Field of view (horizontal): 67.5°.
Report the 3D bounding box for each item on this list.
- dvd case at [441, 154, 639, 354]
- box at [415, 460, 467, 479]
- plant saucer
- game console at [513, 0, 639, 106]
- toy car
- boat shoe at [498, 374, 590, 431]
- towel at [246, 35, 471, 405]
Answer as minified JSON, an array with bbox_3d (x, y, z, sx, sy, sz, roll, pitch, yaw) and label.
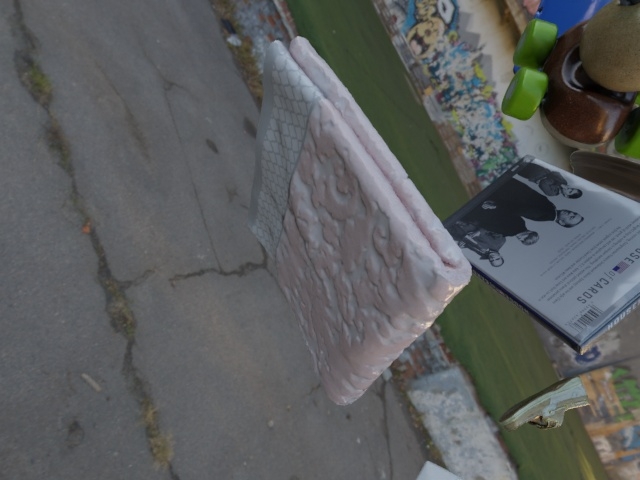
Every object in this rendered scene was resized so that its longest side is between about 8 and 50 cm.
[{"bbox_3d":[0.271,-0.002,0.566,0.239,0.179,0.029,47,-7,49],"label":"dvd case"},{"bbox_3d":[0.269,0.503,0.650,0.168,0.345,0.215,-40,131,-39],"label":"box"},{"bbox_3d":[0.498,-0.057,0.703,0.278,0.041,0.278,24,11,-5],"label":"plant saucer"},{"bbox_3d":[0.594,-0.421,1.007,0.250,0.173,0.293,30,75,-16],"label":"game console"},{"bbox_3d":[0.289,-0.191,0.449,0.188,0.155,0.149,102,8,-66],"label":"toy car"},{"bbox_3d":[0.295,0.220,0.622,0.050,0.135,0.045,105,-38,-63],"label":"boat shoe"},{"bbox_3d":[0.000,0.000,0.549,0.053,0.332,0.317,-18,63,-24],"label":"towel"}]
